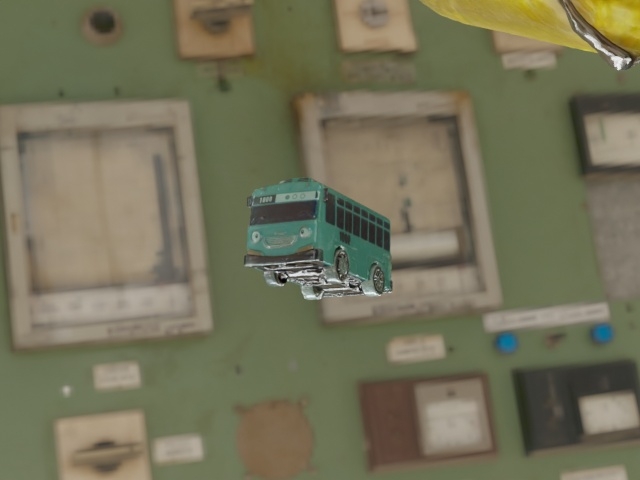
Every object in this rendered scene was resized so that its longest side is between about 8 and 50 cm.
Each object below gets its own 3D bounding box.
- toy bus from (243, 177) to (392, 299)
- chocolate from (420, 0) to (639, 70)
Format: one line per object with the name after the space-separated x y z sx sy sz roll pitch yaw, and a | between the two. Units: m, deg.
0.000 0.000 1.275 0.079 0.091 0.160 -5 167 27 | toy bus
0.122 -0.213 1.005 0.162 0.162 0.445 -4 -168 -19 | chocolate
